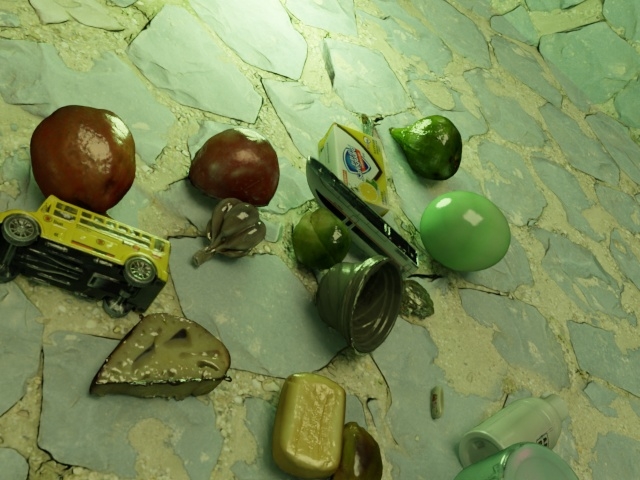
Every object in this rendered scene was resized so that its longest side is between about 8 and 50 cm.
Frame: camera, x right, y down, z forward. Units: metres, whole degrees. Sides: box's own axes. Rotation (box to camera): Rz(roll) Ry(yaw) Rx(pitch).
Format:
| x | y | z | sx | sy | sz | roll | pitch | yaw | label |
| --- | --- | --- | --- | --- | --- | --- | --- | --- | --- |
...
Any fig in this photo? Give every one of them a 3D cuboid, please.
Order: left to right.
| x | y | z | sx | sy | sz | roll | pitch | yaw | label |
| --- | --- | --- | --- | --- | --- | --- | --- | --- | --- |
| 0.310 | -0.290 | 2.144 | 0.235 | 0.203 | 0.203 | 11 | 37 | 24 | fig |

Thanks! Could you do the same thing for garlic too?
| x | y | z | sx | sy | sz | roll | pitch | yaw | label |
| --- | --- | --- | --- | --- | --- | --- | --- | --- | --- |
| -0.213 | -0.016 | 1.556 | 0.194 | 0.127 | 0.131 | -32 | 83 | -30 | garlic |

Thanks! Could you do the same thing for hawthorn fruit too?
| x | y | z | sx | sy | sz | roll | pitch | yaw | label |
| --- | --- | --- | --- | --- | --- | --- | --- | --- | --- |
| -0.464 | -0.140 | 1.399 | 0.211 | 0.210 | 0.262 | -9 | 64 | -40 | hawthorn fruit |

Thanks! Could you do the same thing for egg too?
| x | y | z | sx | sy | sz | roll | pitch | yaw | label |
| --- | --- | --- | --- | --- | --- | --- | --- | --- | --- |
| 0.403 | -0.023 | 1.930 | 0.270 | 0.220 | 0.220 | 20 | 48 | -33 | egg |

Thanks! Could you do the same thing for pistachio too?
| x | y | z | sx | sy | sz | roll | pitch | yaw | label |
| --- | --- | --- | --- | --- | --- | --- | --- | --- | --- |
| 0.076 | 0.458 | 1.404 | 0.110 | 0.100 | 0.189 | 31 | 44 | -17 | pistachio |

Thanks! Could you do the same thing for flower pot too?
| x | y | z | sx | sy | sz | roll | pitch | yaw | label |
| --- | --- | --- | --- | --- | --- | --- | --- | --- | --- |
| 0.079 | 0.136 | 1.596 | 0.141 | 0.235 | 0.235 | 14 | 32 | 31 | flower pot |

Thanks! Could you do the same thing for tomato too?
| x | y | z | sx | sy | sz | roll | pitch | yaw | label |
| --- | --- | --- | --- | --- | --- | --- | --- | --- | --- |
| -0.190 | -0.186 | 1.642 | 0.214 | 0.155 | 0.180 | 4 | 39 | -36 | tomato |

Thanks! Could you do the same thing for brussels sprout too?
| x | y | z | sx | sy | sz | roll | pitch | yaw | label |
| --- | --- | --- | --- | --- | --- | --- | --- | --- | --- |
| 0.000 | 0.003 | 1.686 | 0.117 | 0.155 | 0.155 | 55 | 29 | -44 | brussels sprout |

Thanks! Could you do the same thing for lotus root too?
| x | y | z | sx | sy | sz | roll | pitch | yaw | label |
| --- | --- | --- | --- | --- | --- | --- | --- | --- | --- |
| -0.302 | 0.223 | 1.330 | 0.261 | 0.074 | 0.170 | 12 | 51 | -27 | lotus root |

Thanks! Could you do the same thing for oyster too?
| x | y | z | sx | sy | sz | roll | pitch | yaw | label |
| --- | --- | --- | --- | --- | --- | --- | --- | --- | --- |
| 0.147 | -0.370 | 2.137 | 0.093 | 0.034 | 0.051 | 21 | 8 | -37 | oyster |

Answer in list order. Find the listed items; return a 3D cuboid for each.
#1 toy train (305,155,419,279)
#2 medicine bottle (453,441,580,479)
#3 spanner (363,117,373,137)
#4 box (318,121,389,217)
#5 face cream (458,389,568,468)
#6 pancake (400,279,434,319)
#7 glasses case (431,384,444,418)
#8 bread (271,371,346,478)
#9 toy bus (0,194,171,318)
| x | y | z | sx | sy | sz | roll | pitch | yaw | label |
| --- | --- | --- | --- | --- | --- | --- | --- | --- | --- |
| 0.087 | -0.053 | 1.761 | 0.407 | 0.088 | 0.086 | 42 | 27 | -19 | toy train |
| 0.353 | 0.564 | 1.390 | 0.245 | 0.290 | 0.244 | 21 | 48 | -25 | medicine bottle |
| 0.155 | -0.236 | 2.028 | 0.018 | 0.071 | 0.301 | 5 | 56 | -19 | spanner |
| 0.089 | -0.180 | 1.910 | 0.168 | 0.097 | 0.265 | 18 | 49 | -25 | box |
| 0.499 | 0.458 | 1.681 | 0.370 | 0.145 | 0.145 | -17 | 69 | -41 | face cream |
| 0.245 | 0.153 | 1.822 | 0.130 | 0.022 | 0.116 | 16 | 47 | -26 | pancake |
| 0.280 | 0.386 | 1.659 | 0.021 | 0.032 | 0.083 | 28 | 45 | -22 | glasses case |
| -0.025 | 0.375 | 1.394 | 0.147 | 0.098 | 0.217 | 20 | 48 | -6 | bread |
| -0.460 | 0.021 | 1.319 | 0.330 | 0.144 | 0.152 | 22 | 45 | -23 | toy bus |
